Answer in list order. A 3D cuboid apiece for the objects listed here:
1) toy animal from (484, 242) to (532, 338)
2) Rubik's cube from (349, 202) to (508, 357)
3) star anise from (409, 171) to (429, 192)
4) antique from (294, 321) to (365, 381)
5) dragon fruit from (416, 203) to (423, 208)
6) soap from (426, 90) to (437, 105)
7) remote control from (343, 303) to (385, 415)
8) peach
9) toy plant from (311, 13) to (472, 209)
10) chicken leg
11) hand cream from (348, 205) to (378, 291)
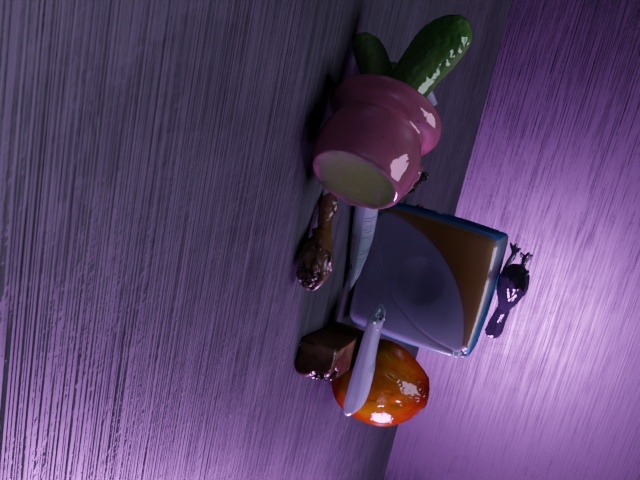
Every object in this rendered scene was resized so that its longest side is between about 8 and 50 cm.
[{"bbox_3d":[0.514,0.113,2.099,0.367,0.081,0.206,92,16,-64],"label":"toy animal"},{"bbox_3d":[0.304,0.098,2.151,0.351,0.352,0.347,-12,119,-75],"label":"Rubik's cube"},{"bbox_3d":[0.220,-0.239,2.126,0.148,0.218,0.227,-18,84,-37],"label":"star anise"},{"bbox_3d":[0.027,0.266,1.866,0.310,0.087,0.093,-3,111,-75],"label":"antique"},{"bbox_3d":[0.271,-0.028,2.445,0.127,0.120,0.161,-13,96,-27],"label":"dragon fruit"},{"bbox_3d":[0.193,-0.325,1.751,0.198,0.114,0.063,12,94,-76],"label":"soap"},{"bbox_3d":[0.114,0.304,1.961,0.103,0.051,0.293,-44,148,-61],"label":"remote control"},{"bbox_3d":[0.174,0.400,2.185,0.281,0.281,0.238,73,38,-64],"label":"peach"},{"bbox_3d":[0.114,-0.236,1.449,0.317,0.210,0.356,-29,-142,61],"label":"toy plant"},{"bbox_3d":[0.003,0.000,1.534,0.085,0.069,0.198,58,44,-72],"label":"chicken leg"},{"bbox_3d":[0.104,-0.013,1.881,0.085,0.058,0.331,-60,161,-44],"label":"hand cream"}]
